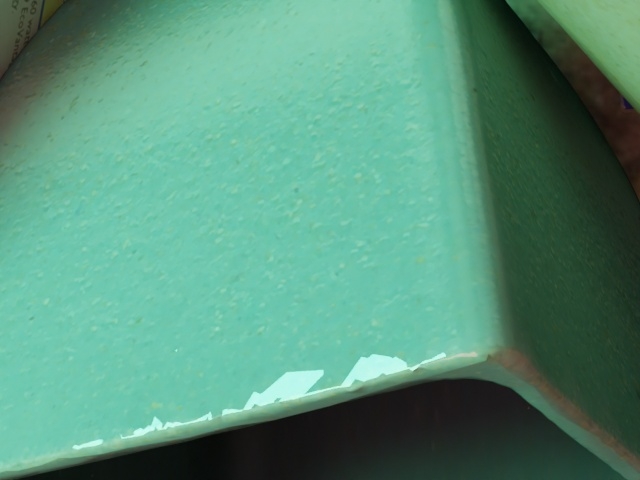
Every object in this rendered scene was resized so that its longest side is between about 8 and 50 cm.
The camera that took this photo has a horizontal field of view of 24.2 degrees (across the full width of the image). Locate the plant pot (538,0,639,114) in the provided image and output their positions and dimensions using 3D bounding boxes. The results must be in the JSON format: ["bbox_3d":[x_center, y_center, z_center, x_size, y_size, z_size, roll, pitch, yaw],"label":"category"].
[{"bbox_3d":[0.142,-0.188,0.468,0.333,0.334,0.305,-30,115,21],"label":"plant pot"}]

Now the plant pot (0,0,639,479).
[{"bbox_3d":[0.000,0.000,0.609,0.247,0.248,0.252,-17,58,25],"label":"plant pot"}]

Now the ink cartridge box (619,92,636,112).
[{"bbox_3d":[0.305,-0.161,0.624,0.370,0.069,0.176,-5,101,16],"label":"ink cartridge box"}]

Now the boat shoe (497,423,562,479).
[{"bbox_3d":[0.197,0.064,0.687,0.113,0.105,0.306,42,96,12],"label":"boat shoe"}]

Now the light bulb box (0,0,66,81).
[{"bbox_3d":[-0.248,-0.033,0.670,0.225,0.361,0.358,21,107,14],"label":"light bulb box"}]
